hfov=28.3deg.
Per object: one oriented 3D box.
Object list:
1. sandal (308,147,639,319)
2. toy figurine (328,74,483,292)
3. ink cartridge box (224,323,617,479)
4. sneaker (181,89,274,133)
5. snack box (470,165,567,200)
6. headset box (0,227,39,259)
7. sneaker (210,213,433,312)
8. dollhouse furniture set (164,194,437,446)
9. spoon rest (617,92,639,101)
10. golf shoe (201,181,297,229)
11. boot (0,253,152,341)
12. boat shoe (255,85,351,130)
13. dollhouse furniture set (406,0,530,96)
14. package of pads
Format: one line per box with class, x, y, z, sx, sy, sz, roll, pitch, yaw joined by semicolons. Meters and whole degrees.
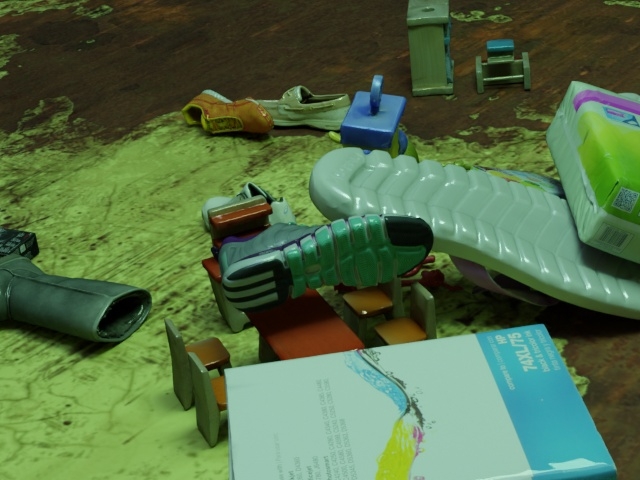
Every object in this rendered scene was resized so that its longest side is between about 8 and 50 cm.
sandal;0.182;0.004;1.416;0.416;0.102;0.169;21;37;-1
toy figurine;0.101;-0.112;1.570;0.191;0.217;0.362;2;30;15
ink cartridge box;0.070;0.212;0.993;0.270;0.198;0.197;-7;29;-3
sneaker;-0.139;-0.183;1.930;0.175;0.064;0.067;12;48;43
snack box;0.262;-0.058;1.573;0.141;0.037;0.100;3;18;-40
headset box;-0.416;0.012;1.638;0.083;0.032;0.062;6;30;24
sneaker;0.000;0.000;1.300;0.223;0.083;0.098;-12;35;-13
dollhouse furniture set;-0.041;0.068;1.349;0.262;0.135;0.259;-17;30;-19
spoon rest;0.467;-0.160;1.709;0.276;0.084;0.137;-11;24;21
golf shoe;-0.090;-0.042;1.618;0.069;0.086;0.176;-31;35;-35
boot;-0.328;0.084;1.460;0.208;0.076;0.189;21;40;29
boat shoe;-0.029;-0.207;1.934;0.170;0.059;0.063;7;26;20
dollhouse furniture set;0.235;-0.316;2.013;0.183;0.129;0.129;-3;28;8
package of pads;0.396;-0.059;1.460;0.229;0.101;0.296;19;28;-9
